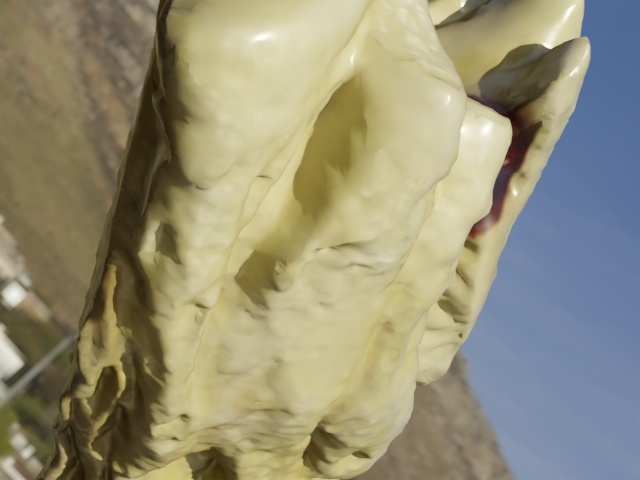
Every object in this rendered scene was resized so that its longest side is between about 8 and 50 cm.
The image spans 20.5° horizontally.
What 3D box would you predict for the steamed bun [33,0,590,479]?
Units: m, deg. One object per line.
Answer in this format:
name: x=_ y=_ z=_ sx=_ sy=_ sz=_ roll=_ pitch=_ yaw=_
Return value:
steamed bun: x=0.000 y=0.000 z=0.695 sx=0.189 sy=0.247 sz=0.428 roll=10 pitch=-37 yaw=-10
